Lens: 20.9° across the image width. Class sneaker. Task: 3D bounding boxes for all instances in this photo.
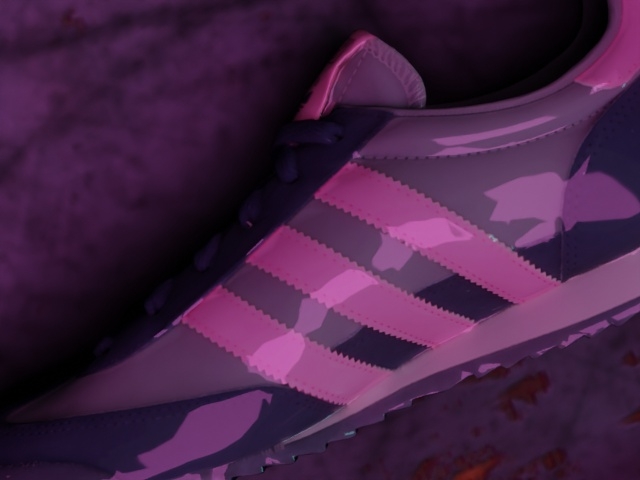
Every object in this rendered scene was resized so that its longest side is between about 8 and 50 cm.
[{"bbox_3d":[0.000,0.000,0.630,0.319,0.112,0.131,-24,97,-6],"label":"sneaker"}]
